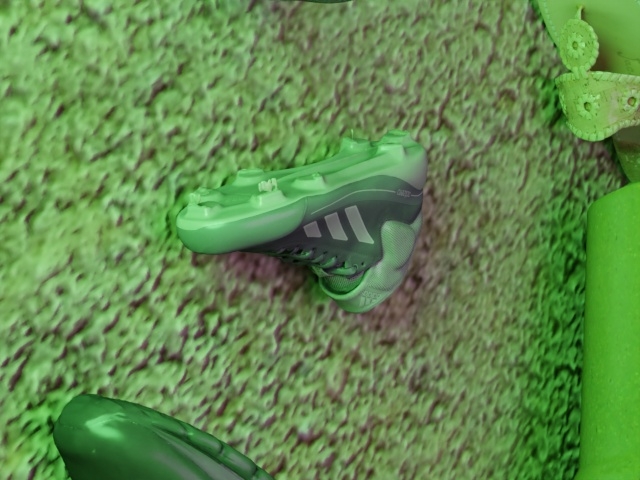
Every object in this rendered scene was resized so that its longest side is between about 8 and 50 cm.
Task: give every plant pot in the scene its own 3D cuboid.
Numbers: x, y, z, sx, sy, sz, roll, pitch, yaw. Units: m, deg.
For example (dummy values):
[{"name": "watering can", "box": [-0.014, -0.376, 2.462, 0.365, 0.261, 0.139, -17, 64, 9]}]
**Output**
[{"name": "plant pot", "box": [0.291, 0.087, 1.308, 0.276, 0.276, 0.253, 10, 72, -49]}]

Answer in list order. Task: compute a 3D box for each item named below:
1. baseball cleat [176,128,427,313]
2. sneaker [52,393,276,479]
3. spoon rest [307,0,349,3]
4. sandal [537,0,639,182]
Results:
[{"name": "baseball cleat", "box": [0.000, 0.000, 1.084, 0.206, 0.072, 0.109, -20, 112, -44]}, {"name": "sneaker", "box": [-0.064, 0.201, 0.989, 0.130, 0.109, 0.286, -49, 123, -27]}, {"name": "spoon rest", "box": [-0.044, -0.260, 1.039, 0.137, 0.084, 0.276, -4, 80, -51]}, {"name": "sandal", "box": [0.214, -0.094, 1.323, 0.240, 0.088, 0.079, 55, 45, -41]}]
